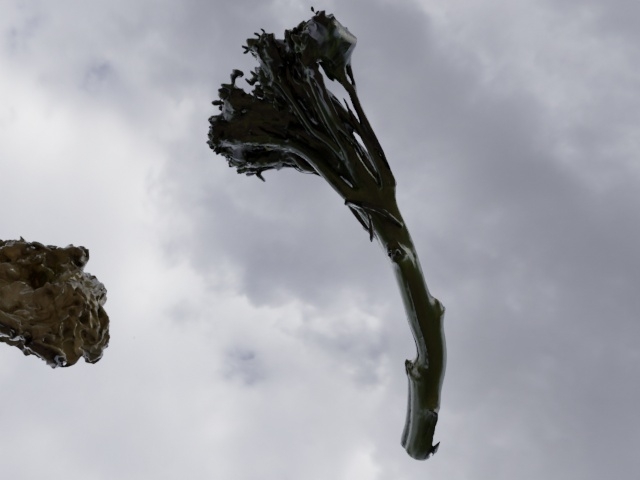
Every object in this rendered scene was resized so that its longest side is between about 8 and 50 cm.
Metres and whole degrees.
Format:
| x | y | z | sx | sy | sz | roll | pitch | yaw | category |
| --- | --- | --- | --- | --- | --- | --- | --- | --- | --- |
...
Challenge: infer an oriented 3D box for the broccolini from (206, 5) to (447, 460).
| x | y | z | sx | sy | sz | roll | pitch | yaw | category |
| --- | --- | --- | --- | --- | --- | --- | --- | --- | --- |
| 0.004 | 0.008 | 0.530 | 0.062 | 0.123 | 0.271 | -25 | -78 | -35 | broccolini |

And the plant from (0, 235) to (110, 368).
| x | y | z | sx | sy | sz | roll | pitch | yaw | category |
| --- | --- | --- | --- | --- | --- | --- | --- | --- | --- |
| -0.215 | 0.061 | 0.670 | 0.105 | 0.122 | 0.116 | -12 | -123 | -34 | plant |
